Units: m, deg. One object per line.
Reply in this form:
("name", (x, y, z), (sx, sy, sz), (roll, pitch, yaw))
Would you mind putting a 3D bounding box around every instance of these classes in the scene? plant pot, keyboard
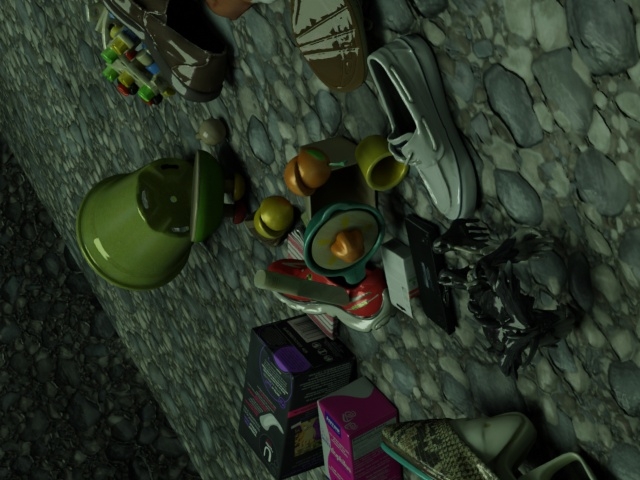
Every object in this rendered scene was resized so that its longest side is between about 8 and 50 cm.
("plant pot", (-0.358, -0.055, 2.562), (0.254, 0.276, 0.276), (-30, 86, 56))
("keyboard", (0.172, 0.054, 1.761), (0.108, 0.023, 0.180), (40, 149, 58))
("plant pot", (0.017, -0.100, 1.842), (0.096, 0.109, 0.109), (-120, 19, -44))

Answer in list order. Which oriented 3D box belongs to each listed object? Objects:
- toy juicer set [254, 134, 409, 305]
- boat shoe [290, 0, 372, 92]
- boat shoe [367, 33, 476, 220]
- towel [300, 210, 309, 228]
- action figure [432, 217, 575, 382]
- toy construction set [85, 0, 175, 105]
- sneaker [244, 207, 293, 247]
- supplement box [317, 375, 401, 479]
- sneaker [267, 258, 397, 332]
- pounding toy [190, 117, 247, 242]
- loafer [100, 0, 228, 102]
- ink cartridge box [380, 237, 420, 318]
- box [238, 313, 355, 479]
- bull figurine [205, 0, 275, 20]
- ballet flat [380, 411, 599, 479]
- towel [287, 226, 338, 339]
("toy juicer set", (0.000, 0.000, 1.749), (0.089, 0.209, 0.329), (56, 141, 42))
("boat shoe", (0.008, -0.346, 1.626), (0.104, 0.089, 0.285), (-7, 111, 31))
("boat shoe", (0.127, -0.138, 1.565), (0.095, 0.084, 0.258), (0, 114, 66))
("towel", (0.014, -0.017, 2.029), (0.110, 0.027, 0.148), (63, 159, 6))
("action figure", (0.239, 0.061, 1.467), (0.276, 0.140, 0.164), (-124, 20, -63))
("toy construction set", (-0.381, -0.382, 2.356), (0.215, 0.151, 0.328), (50, 179, -39))
("sneaker", (-0.080, -0.023, 2.210), (0.071, 0.066, 0.188), (52, 167, -16))
("supplement box", (0.075, 0.381, 2.210), (0.111, 0.114, 0.220), (43, 148, 44))
("sneaker", (0.016, 0.058, 1.990), (0.279, 0.107, 0.118), (14, 131, 42))
("pounding toy", (-0.194, -0.111, 2.335), (0.183, 0.110, 0.237), (150, 123, -79))
("loafer", (-0.277, -0.424, 2.149), (0.366, 0.134, 0.130), (50, 133, 9))
("ink cartridge box", (0.130, 0.059, 1.849), (0.063, 0.029, 0.115), (34, 145, 50))
("box", (-0.050, 0.301, 2.287), (0.165, 0.143, 0.270), (45, 137, 41))
("bull figurine", (-0.118, -0.428, 1.789), (0.310, 0.101, 0.189), (-9, 102, 65))
("ballet flat", (0.290, 0.355, 1.643), (0.164, 0.182, 0.483), (25, -169, -49))
("towel", (-0.009, 0.082, 2.191), (0.144, 0.029, 0.197), (47, 153, 31))
